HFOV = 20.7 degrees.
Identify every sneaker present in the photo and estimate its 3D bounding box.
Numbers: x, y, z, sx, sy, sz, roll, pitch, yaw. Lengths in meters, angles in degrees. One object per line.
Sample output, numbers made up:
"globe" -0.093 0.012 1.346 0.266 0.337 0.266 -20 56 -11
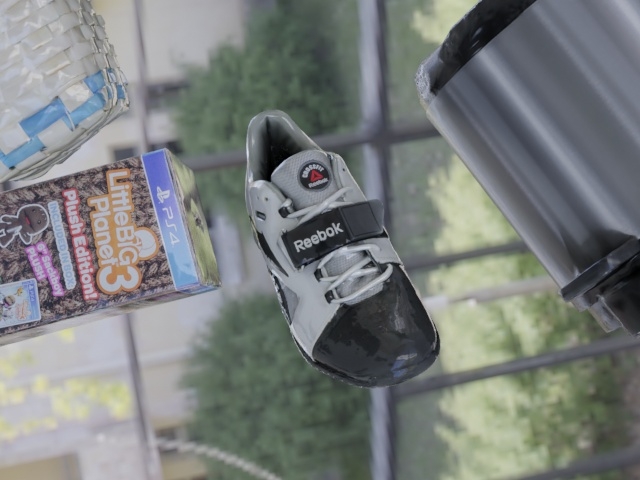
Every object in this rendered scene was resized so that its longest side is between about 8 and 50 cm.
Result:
"sneaker" 0.000 0.000 1.618 0.330 0.122 0.146 53 164 45

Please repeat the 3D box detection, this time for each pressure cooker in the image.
"pressure cooker" 0.350 -0.109 1.769 0.420 0.370 0.375 54 -174 6

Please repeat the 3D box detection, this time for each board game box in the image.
"board game box" -0.268 0.017 1.842 0.232 0.291 0.141 65 -170 -87

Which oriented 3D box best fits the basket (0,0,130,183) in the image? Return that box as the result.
"basket" -0.296 -0.190 1.464 0.289 0.201 0.255 60 -176 -1
